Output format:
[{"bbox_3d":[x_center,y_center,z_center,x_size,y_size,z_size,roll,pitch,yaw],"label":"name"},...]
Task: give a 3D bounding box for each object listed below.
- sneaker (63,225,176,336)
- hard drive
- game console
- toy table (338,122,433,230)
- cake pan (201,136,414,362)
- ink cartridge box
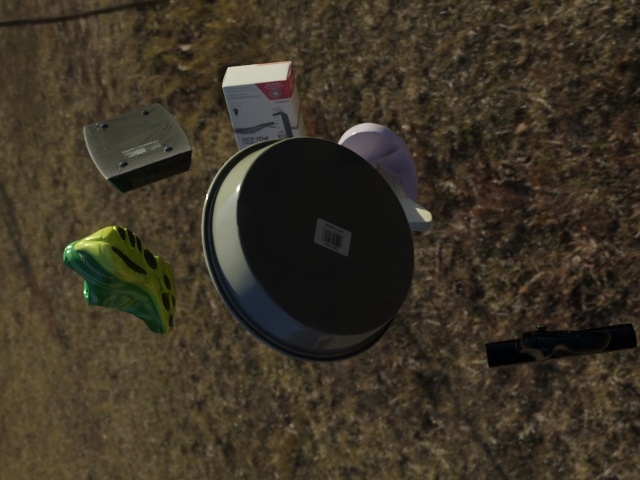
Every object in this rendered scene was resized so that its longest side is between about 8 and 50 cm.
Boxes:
[{"bbox_3d":[-0.329,0.070,1.297,0.295,0.123,0.109,66,-159,-54],"label":"sneaker"},{"bbox_3d":[-0.339,-0.173,1.426,0.255,0.172,0.054,-131,24,-52],"label":"hard drive"},{"bbox_3d":[0.339,0.142,1.068,0.213,0.361,0.044,-10,79,10],"label":"game console"},{"bbox_3d":[0.106,-0.081,1.551,0.252,0.161,0.274,-8,135,22],"label":"toy table"},{"bbox_3d":[0.000,0.000,0.934,0.054,0.293,0.293,-31,82,52],"label":"cake pan"},{"bbox_3d":[-0.129,-0.300,1.819,0.158,0.092,0.218,-4,133,9],"label":"ink cartridge box"}]
